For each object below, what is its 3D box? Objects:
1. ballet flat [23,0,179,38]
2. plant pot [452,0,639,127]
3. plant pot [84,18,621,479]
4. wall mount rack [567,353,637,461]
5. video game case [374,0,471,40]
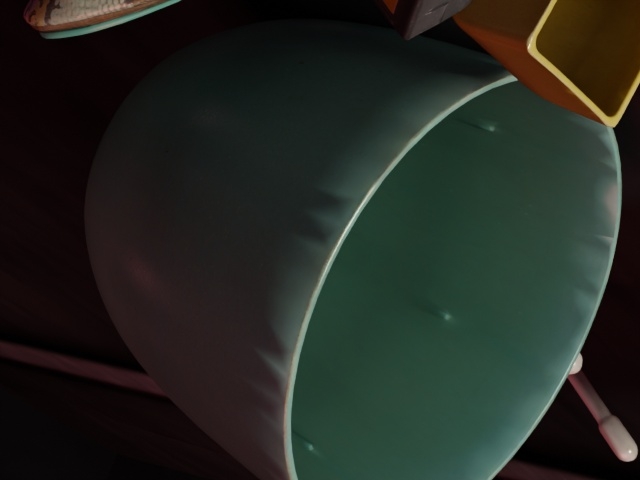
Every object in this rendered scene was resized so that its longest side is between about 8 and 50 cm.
[{"bbox_3d":[-0.063,-0.163,0.923,0.221,0.077,0.079,-7,124,20],"label":"ballet flat"},{"bbox_3d":[0.115,-0.117,0.884,0.081,0.081,0.083,35,171,-40],"label":"plant pot"},{"bbox_3d":[0.000,0.000,1.066,0.235,0.293,0.293,27,171,36],"label":"plant pot"},{"bbox_3d":[0.092,0.040,1.330,0.304,0.130,0.350,13,163,26],"label":"wall mount rack"},{"bbox_3d":[-0.021,-0.219,0.512,0.275,0.035,0.248,57,168,10],"label":"video game case"}]
